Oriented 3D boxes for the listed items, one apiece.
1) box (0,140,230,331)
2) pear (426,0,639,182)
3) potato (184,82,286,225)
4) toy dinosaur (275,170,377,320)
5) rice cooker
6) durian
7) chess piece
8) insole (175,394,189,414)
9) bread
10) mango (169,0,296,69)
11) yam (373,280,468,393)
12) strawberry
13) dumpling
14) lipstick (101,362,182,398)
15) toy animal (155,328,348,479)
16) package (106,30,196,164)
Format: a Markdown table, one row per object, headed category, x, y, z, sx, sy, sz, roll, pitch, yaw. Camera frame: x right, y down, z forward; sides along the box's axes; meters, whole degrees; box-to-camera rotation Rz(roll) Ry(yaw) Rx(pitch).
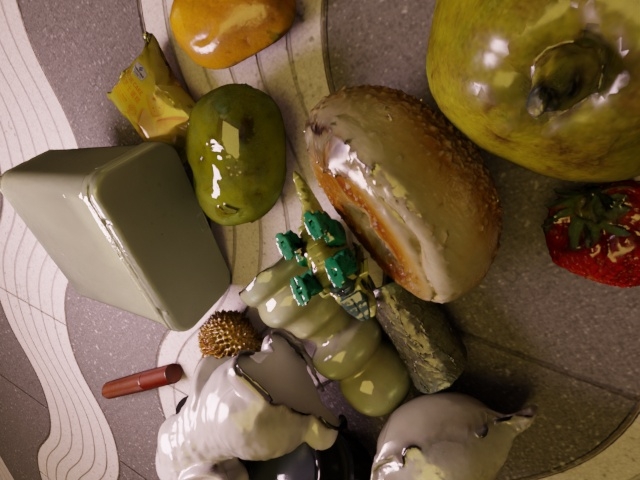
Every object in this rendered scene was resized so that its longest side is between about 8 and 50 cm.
| category | x | y | z | sx | sy | sz | roll | pitch | yaw |
| --- | --- | --- | --- | --- | --- | --- | --- | --- | --- |
| box | -0.411 | -0.013 | 0.816 | 0.344 | 0.177 | 0.352 | 7 | 130 | 28 |
| pear | 0.234 | -0.180 | 0.346 | 0.287 | 0.375 | 0.287 | 25 | 137 | 26 |
| potato | -0.143 | -0.140 | 0.686 | 0.186 | 0.148 | 0.253 | 47 | 131 | 21 |
| toy dinosaur | 0.000 | 0.000 | 0.577 | 0.094 | 0.153 | 0.259 | -32 | 76 | 19 |
| rice cooker | -0.026 | 0.482 | 0.774 | 0.267 | 0.267 | 0.224 | -15 | 140 | 32 |
| durian | -0.191 | 0.227 | 0.853 | 0.168 | 0.137 | 0.158 | 35 | 118 | 24 |
| chess piece | 0.029 | 0.155 | 0.692 | 0.182 | 0.182 | 0.330 | -39 | 93 | 33 |
| insole | -0.316 | 0.437 | 1.075 | 0.119 | 0.009 | 0.348 | 39 | 122 | 9 |
| bread | 0.107 | -0.066 | 0.518 | 0.159 | 0.305 | 0.305 | -38 | 88 | -2 |
| mango | -0.139 | -0.346 | 0.629 | 0.227 | 0.109 | 0.147 | 11 | 89 | 25 |
| yam | 0.155 | 0.139 | 0.649 | 0.107 | 0.107 | 0.183 | -33 | 89 | 34 |
| strawberry | 0.356 | -0.008 | 0.486 | 0.148 | 0.131 | 0.131 | 16 | 125 | -26 |
| dumpling | 0.209 | 0.339 | 0.642 | 0.243 | 0.227 | 0.175 | 1 | 65 | 22 |
| lipstick | -0.521 | 0.407 | 1.147 | 0.357 | 0.057 | 0.057 | -24 | 96 | 34 |
| toy animal | -0.158 | 0.336 | 0.713 | 0.357 | 0.194 | 0.258 | -48 | 69 | 17 |
| package | -0.301 | -0.250 | 0.758 | 0.168 | 0.090 | 0.226 | -39 | 93 | 25 |
